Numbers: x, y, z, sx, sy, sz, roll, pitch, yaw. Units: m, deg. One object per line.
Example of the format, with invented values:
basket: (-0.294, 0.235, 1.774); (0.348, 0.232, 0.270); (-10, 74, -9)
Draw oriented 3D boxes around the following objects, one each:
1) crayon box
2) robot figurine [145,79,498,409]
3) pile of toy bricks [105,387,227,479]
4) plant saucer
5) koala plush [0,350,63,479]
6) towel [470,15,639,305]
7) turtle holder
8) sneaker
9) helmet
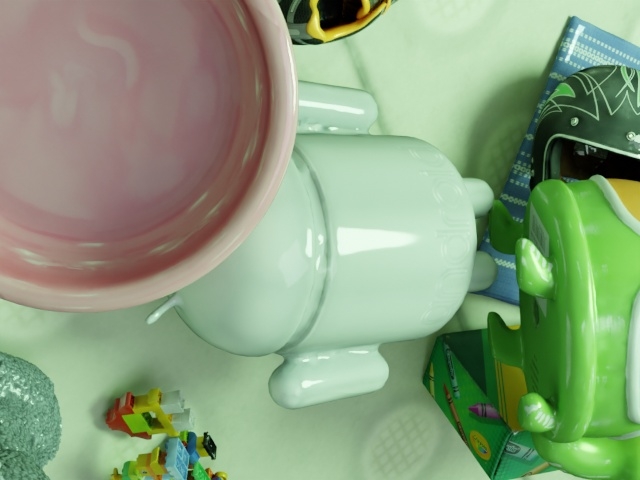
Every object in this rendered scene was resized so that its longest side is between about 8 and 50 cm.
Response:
crayon box: (0.281, 0.176, 1.326); (0.278, 0.165, 0.081); (-4, 127, -27)
robot figurine: (0.000, 0.000, 1.051); (0.354, 0.200, 0.299); (-3, 86, -34)
pile of toy bricks: (-0.161, 0.247, 1.131); (0.105, 0.118, 0.212); (-9, 136, 11)
plant saucer: (-0.182, -0.113, 0.869); (0.332, 0.084, 0.332); (0, 103, 0)
koala plush: (-0.279, 0.207, 0.936); (0.203, 0.221, 0.196); (-36, 127, -17)
towel: (0.311, -0.070, 1.353); (0.243, 0.040, 0.336); (15, 100, -36)
turtle holder: (0.291, 0.097, 1.104); (0.228, 0.243, 0.320); (-4, 85, -1)
sneaker: (0.042, -0.236, 1.050); (0.215, 0.083, 0.084); (-36, 126, -18)
helmet: (0.303, -0.106, 1.201); (0.169, 0.169, 0.161); (-11, 135, -31)
